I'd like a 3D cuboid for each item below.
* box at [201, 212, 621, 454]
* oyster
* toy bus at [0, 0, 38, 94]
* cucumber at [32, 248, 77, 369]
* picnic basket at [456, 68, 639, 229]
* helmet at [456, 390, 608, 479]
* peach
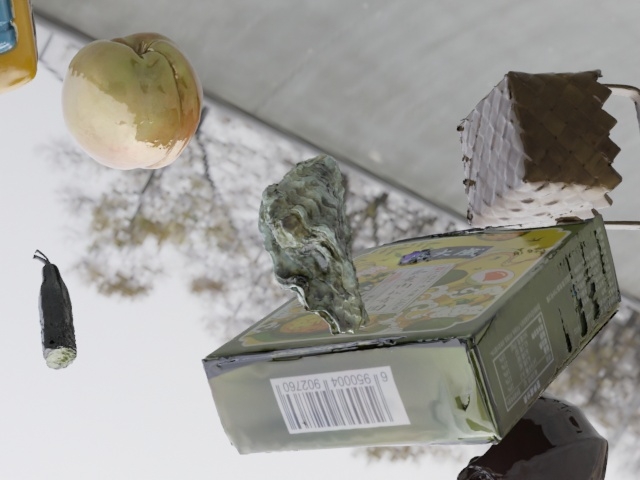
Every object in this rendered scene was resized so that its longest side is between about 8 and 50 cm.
[{"bbox_3d":[0.124,0.111,1.534,0.372,0.138,0.420,-9,-167,35],"label":"box"},{"bbox_3d":[0.000,0.000,1.073,0.125,0.064,0.177,17,-131,-64],"label":"oyster"},{"bbox_3d":[-0.308,-0.219,1.053,0.126,0.210,0.136,-14,-150,-20],"label":"toy bus"},{"bbox_3d":[-0.292,0.073,1.360,0.043,0.039,0.163,16,-147,-26],"label":"cucumber"},{"bbox_3d":[0.416,-0.146,2.085,0.320,0.254,0.291,1,164,-16],"label":"picnic basket"},{"bbox_3d":[0.301,0.358,1.756,0.177,0.306,0.225,16,169,21],"label":"helmet"},{"bbox_3d":[-0.239,-0.174,1.576,0.184,0.184,0.184,28,-171,-5],"label":"peach"}]
